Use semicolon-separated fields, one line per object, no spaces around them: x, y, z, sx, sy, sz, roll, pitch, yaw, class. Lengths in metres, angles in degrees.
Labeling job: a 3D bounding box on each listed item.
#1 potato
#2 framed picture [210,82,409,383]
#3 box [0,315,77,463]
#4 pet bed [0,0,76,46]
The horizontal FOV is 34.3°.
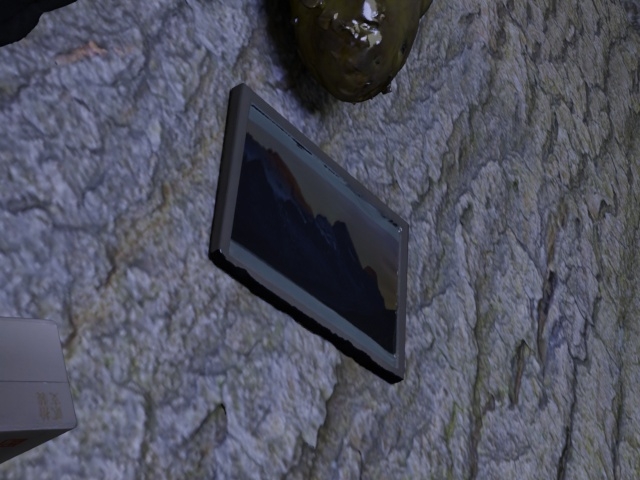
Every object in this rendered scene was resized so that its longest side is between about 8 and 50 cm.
0.037;-0.262;1.064;0.191;0.141;0.296;61;27;-42;potato
0.001;0.000;0.963;0.265;0.018;0.192;37;44;-39;framed picture
-0.230;0.079;0.454;0.201;0.141;0.058;11;57;-55;box
-0.211;-0.201;0.586;0.183;0.211;0.159;41;38;-40;pet bed
